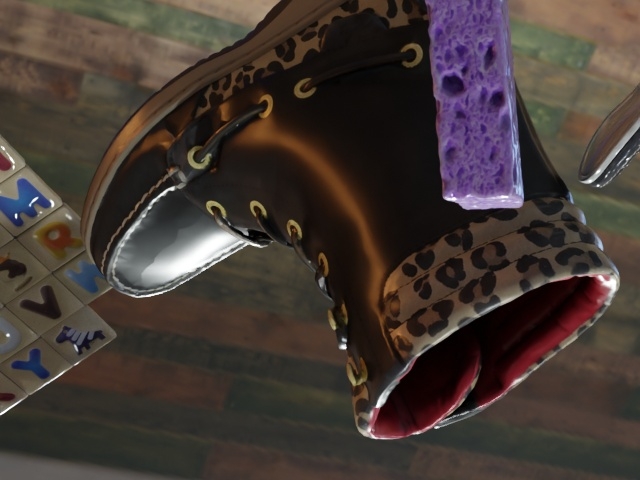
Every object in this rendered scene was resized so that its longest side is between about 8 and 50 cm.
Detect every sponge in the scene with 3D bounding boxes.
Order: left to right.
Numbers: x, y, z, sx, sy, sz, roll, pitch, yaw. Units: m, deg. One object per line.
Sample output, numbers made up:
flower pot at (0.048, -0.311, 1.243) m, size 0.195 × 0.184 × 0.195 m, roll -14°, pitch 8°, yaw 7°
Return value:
sponge at (0.059, -0.117, 0.460) m, size 0.031 × 0.210 × 0.117 m, roll -5°, pitch 180°, yaw 12°

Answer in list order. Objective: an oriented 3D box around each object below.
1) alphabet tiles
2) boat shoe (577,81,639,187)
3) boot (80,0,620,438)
alphabet tiles at (-0.357, 0.043, 1.069) m, size 0.342 × 0.285 × 0.011 m, roll 53°, pitch -175°, yaw -42°
boat shoe at (0.201, -0.078, 0.674) m, size 0.038 × 0.125 × 0.046 m, roll 37°, pitch 175°, yaw -14°
boot at (0.000, 0.000, 0.760) m, size 0.138 × 0.377 × 0.284 m, roll 24°, pitch -143°, yaw -51°
